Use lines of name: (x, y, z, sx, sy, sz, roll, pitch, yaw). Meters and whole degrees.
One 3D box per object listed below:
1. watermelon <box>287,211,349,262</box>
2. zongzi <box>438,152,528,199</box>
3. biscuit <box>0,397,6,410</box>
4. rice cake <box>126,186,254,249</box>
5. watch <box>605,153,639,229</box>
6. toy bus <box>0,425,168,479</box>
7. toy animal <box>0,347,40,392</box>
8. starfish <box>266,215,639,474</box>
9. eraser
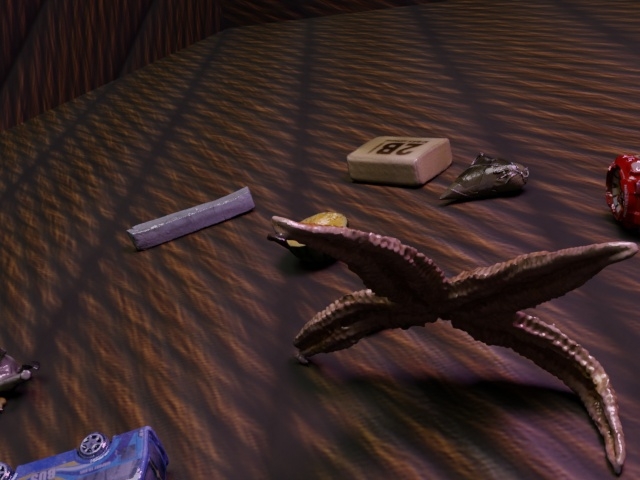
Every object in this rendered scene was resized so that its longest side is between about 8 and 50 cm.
watermelon: (0.000, 0.000, 1.217, 0.106, 0.062, 0.105, -19, 28, 10)
zongzi: (0.272, -0.089, 1.262, 0.119, 0.055, 0.109, -40, 34, -20)
biscuit: (-0.512, 0.273, 0.985, 0.139, 0.016, 0.231, -8, 20, 10)
rice cake: (-0.244, -0.041, 1.463, 0.245, 0.045, 0.042, -20, 28, -10)
watch: (0.535, -0.080, 1.057, 0.269, 0.102, 0.165, -9, 23, -5)
toy bus: (-0.280, 0.277, 0.810, 0.237, 0.079, 0.094, -17, 41, -2)
toy animal: (-0.509, 0.194, 1.090, 0.217, 0.073, 0.176, -4, -17, -13)
starfish: (0.119, 0.087, 0.767, 0.398, 0.383, 0.132, 19, 71, 20)
eraser: (0.147, -0.153, 1.451, 0.172, 0.058, 0.117, 10, 35, 43)
